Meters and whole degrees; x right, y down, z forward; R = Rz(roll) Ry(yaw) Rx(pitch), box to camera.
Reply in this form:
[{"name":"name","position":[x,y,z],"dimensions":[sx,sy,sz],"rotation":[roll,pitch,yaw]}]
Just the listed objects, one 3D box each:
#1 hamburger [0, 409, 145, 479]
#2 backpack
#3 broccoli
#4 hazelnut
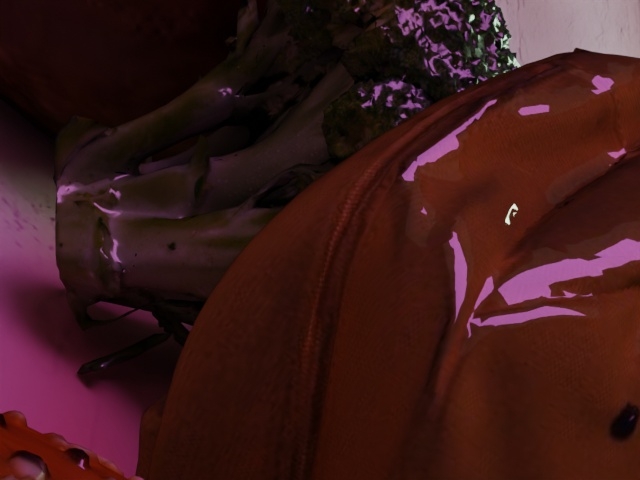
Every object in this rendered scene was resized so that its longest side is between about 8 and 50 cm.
[{"name":"hamburger","position":[-0.104,0.137,0.307],"dimensions":[0.300,0.176,0.300],"rotation":[30,17,-10]},{"name":"backpack","position":[0.107,0.104,0.571],"dimensions":[0.378,0.354,0.201],"rotation":[-18,20,-41]},{"name":"broccoli","position":[0.000,0.000,0.802],"dimensions":[0.283,0.321,0.304],"rotation":[-3,41,-4]},{"name":"hazelnut","position":[-0.086,-0.235,1.042],"dimensions":[0.353,0.420,0.421],"rotation":[62,2,-28]}]
